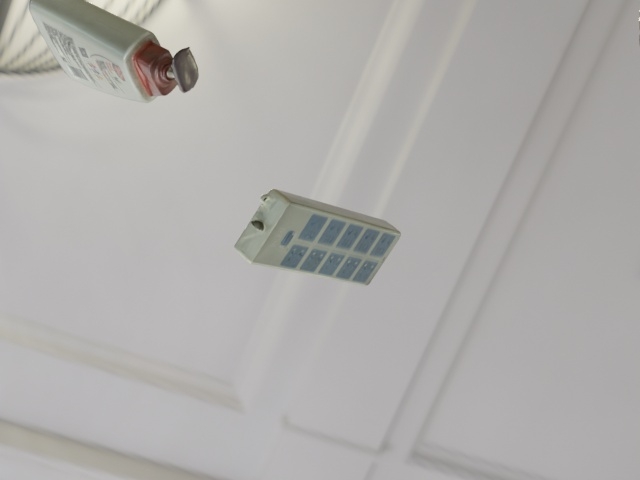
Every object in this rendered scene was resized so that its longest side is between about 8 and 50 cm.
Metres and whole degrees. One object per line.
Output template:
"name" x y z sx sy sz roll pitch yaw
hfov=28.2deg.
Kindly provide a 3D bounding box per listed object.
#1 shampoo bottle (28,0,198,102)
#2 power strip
"shampoo bottle" -0.257 -0.246 1.684 0.284 0.071 0.153 21 149 38
"power strip" 0.000 0.000 1.852 0.043 0.106 0.367 39 -167 29
